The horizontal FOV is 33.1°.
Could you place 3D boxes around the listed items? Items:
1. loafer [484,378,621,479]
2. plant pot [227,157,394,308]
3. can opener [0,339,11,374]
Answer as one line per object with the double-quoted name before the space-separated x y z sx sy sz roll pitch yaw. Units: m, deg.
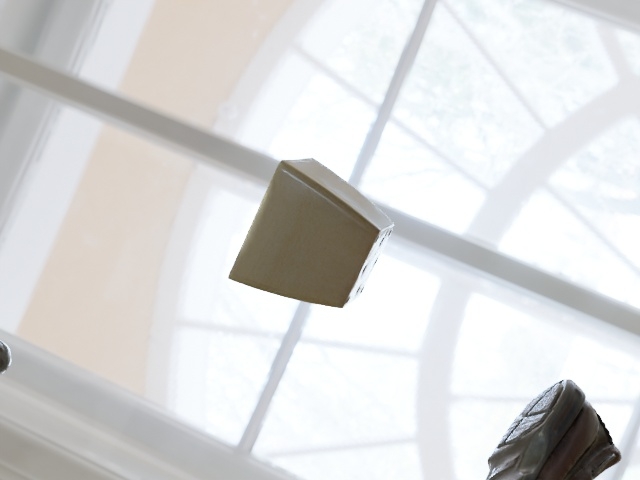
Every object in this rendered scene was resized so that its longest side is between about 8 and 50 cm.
"loafer" 0.165 0.237 0.881 0.302 0.095 0.109 -45 0 -40
"plant pot" 0.000 0.000 0.909 0.109 0.096 0.109 -65 -11 11
"can opener" -0.352 0.058 0.734 0.280 0.093 0.074 11 -118 -45
